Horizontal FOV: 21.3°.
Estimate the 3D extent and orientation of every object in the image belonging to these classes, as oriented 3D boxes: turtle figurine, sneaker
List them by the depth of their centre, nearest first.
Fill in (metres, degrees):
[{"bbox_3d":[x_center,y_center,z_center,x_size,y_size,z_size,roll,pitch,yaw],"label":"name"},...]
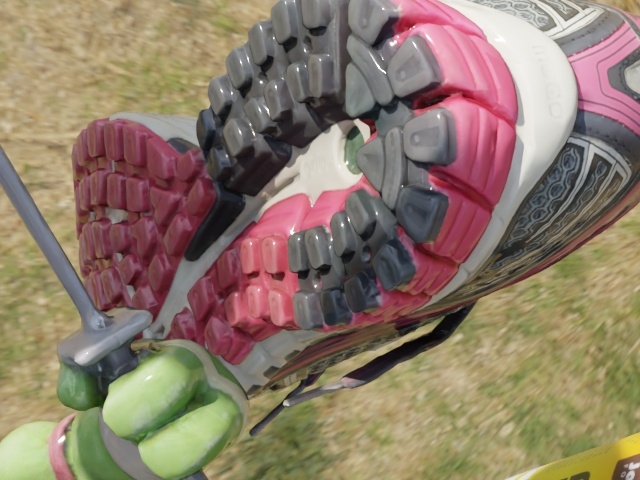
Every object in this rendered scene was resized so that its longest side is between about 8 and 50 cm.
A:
[{"bbox_3d":[-0.084,0.121,0.407,0.266,0.275,0.198,39,65,24],"label":"turtle figurine"},{"bbox_3d":[0.000,0.000,0.571,0.112,0.299,0.121,-8,84,-31],"label":"sneaker"}]

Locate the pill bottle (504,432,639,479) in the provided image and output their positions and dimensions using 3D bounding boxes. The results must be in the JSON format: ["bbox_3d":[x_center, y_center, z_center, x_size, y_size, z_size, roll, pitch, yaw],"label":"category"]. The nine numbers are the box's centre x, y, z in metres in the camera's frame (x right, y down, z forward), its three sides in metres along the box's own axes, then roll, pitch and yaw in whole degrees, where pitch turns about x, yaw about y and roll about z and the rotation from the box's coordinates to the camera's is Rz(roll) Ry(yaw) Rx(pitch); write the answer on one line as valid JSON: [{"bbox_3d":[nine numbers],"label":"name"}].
[{"bbox_3d":[0.180,0.161,0.906,0.215,0.117,0.117,-31,82,50],"label":"pill bottle"}]
